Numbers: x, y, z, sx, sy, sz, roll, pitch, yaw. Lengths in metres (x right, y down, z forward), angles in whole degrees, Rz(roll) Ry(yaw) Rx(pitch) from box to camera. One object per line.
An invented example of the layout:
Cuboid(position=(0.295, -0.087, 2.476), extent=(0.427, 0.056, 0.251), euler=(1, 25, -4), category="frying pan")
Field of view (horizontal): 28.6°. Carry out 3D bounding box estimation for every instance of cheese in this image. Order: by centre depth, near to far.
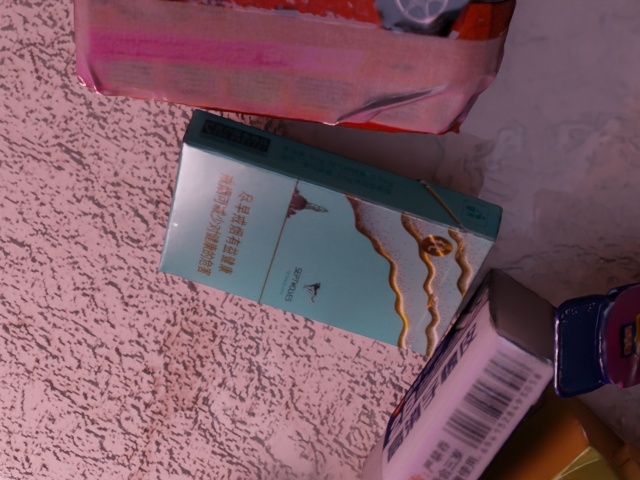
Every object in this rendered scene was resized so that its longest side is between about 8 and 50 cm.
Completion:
Cuboid(position=(0.273, 0.057, 0.914), extent=(0.244, 0.062, 0.155), euler=(-10, 109, -24), category="cheese")

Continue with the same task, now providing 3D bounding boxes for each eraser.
Cuboid(position=(0.102, 0.137, 0.968), extent=(0.068, 0.124, 0.210), euler=(30, 111, -6), category="eraser")

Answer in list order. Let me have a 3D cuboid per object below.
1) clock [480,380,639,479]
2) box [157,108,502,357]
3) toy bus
Cuboid(position=(0.234, 0.298, 0.986), extent=(0.317, 0.200, 0.244), euler=(39, 107, -18), category="clock")
Cuboid(position=(0.001, 0.000, 0.934), extent=(0.229, 0.041, 0.162), euler=(17, 142, -1), category="box")
Cuboid(position=(-0.018, -0.162, 0.870), extent=(0.303, 0.127, 0.147), euler=(9, 116, 1), category="toy bus")
